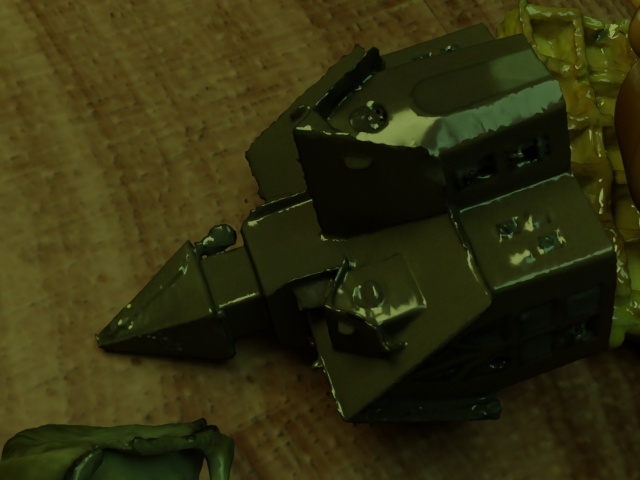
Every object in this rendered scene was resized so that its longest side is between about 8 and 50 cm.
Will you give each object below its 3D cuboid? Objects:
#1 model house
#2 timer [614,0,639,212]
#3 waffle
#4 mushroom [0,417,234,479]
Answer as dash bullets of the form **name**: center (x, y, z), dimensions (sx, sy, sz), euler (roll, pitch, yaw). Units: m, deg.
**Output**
- **model house**: center (0.000, 0.000, 0.677), dimensions (0.248, 0.176, 0.181), euler (-21, 55, -3)
- **timer**: center (0.215, -0.095, 0.764), dimensions (0.132, 0.132, 0.152), euler (5, 41, -16)
- **waffle**: center (0.223, -0.033, 0.821), dimensions (0.219, 0.057, 0.229), euler (3, 63, -17)
- **mushroom**: center (-0.132, 0.172, 0.529), dimensions (0.267, 0.164, 0.189), euler (-2, 85, -58)
